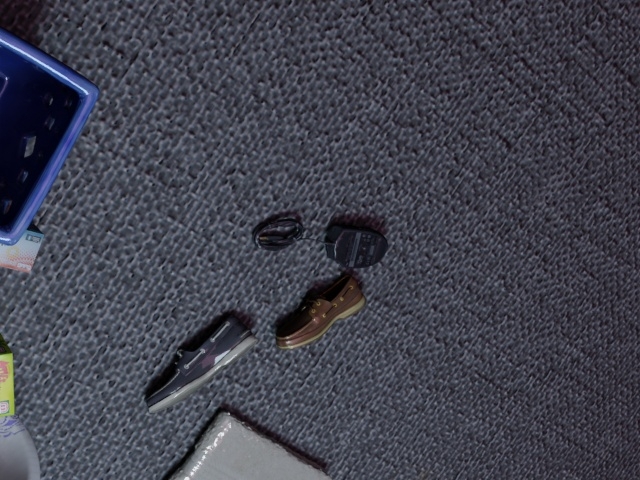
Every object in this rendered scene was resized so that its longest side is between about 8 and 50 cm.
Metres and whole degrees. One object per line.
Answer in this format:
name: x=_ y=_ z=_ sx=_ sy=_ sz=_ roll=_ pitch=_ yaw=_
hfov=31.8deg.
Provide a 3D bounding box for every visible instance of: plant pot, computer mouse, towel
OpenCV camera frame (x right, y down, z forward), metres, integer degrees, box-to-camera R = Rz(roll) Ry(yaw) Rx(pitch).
plant pot: x=-0.451 y=-0.164 z=1.392 sx=0.236 sy=0.212 sz=0.236 roll=28 pitch=94 yaw=-36
computer mouse: x=0.000 y=0.000 z=1.831 sx=0.242 sy=0.041 sz=0.071 roll=8 pitch=106 yaw=-25
towel: x=-0.124 y=0.419 z=1.917 sx=0.282 sy=0.049 sz=0.187 roll=39 pitch=86 yaw=-34

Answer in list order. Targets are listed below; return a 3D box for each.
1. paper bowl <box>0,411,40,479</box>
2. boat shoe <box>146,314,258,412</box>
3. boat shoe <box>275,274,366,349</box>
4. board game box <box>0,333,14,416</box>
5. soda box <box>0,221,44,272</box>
paper bowl: x=-0.536 y=0.328 z=1.510 sx=0.284 sy=0.284 sz=0.148 roll=14 pitch=129 yaw=-33
boat shoe: x=-0.199 y=0.197 z=1.789 sx=0.206 sy=0.075 sz=0.065 roll=-36 pitch=80 yaw=-7
boat shoe: x=-0.006 y=0.117 z=1.857 sx=0.178 sy=0.064 sz=0.060 roll=-32 pitch=117 yaw=-23
board game box: x=-0.463 y=0.161 z=1.533 sx=0.043 sy=0.181 sz=0.092 roll=-7 pitch=113 yaw=-28
soda box: x=-0.478 y=-0.012 z=1.531 sx=0.183 sy=0.058 sz=0.063 roll=17 pitch=100 yaw=-35
